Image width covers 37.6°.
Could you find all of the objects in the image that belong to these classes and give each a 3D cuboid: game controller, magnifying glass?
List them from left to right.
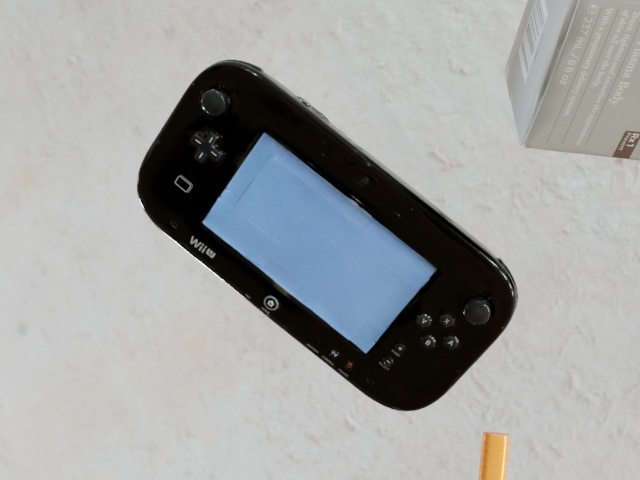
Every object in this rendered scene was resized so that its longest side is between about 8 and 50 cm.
[{"bbox_3d":[0.000,0.000,0.769,0.319,0.067,0.166,39,106,2],"label":"game controller"},{"bbox_3d":[0.177,0.321,1.000,0.092,0.026,0.231,5,85,6],"label":"magnifying glass"}]

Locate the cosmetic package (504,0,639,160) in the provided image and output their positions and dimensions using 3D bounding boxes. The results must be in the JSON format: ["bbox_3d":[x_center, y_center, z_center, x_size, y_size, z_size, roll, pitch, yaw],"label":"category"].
[{"bbox_3d":[0.257,-0.124,0.628,0.238,0.107,0.127,6,134,-3],"label":"cosmetic package"}]
